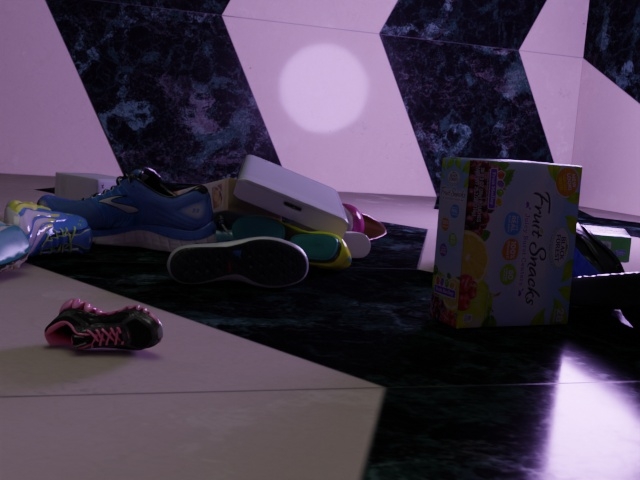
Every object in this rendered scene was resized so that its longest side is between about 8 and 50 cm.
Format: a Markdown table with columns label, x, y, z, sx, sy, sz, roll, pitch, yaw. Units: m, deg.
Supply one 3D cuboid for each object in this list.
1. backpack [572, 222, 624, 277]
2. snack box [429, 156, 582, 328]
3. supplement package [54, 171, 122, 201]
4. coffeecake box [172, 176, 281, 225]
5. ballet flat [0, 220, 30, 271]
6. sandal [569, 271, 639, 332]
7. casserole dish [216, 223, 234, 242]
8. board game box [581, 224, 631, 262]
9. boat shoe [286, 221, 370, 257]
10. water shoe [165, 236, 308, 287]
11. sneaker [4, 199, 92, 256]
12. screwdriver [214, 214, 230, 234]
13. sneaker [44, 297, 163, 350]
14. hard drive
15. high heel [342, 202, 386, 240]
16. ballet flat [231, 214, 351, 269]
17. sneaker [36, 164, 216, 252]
| label | x | y | z | sx | sy | sz | roll | pitch | yaw |
| --- | --- | --- | --- | --- | --- | --- | --- | --- | --- |
| backpack | 0.405 | 0.041 | 1.307 | 0.098 | 0.101 | 0.120 | -7 | 45 | -41 |
| snack box | 0.235 | 0.002 | 1.059 | 0.174 | 0.207 | 0.070 | 2 | 8 | -25 |
| supplement package | -0.471 | -0.085 | 1.761 | 0.105 | 0.105 | 0.179 | -1 | 8 | -44 |
| coffeecake box | -0.192 | -0.067 | 1.680 | 0.185 | 0.068 | 0.142 | -9 | -14 | 42 |
| ballet flat | -0.456 | 0.025 | 1.063 | 0.077 | 0.091 | 0.241 | -25 | -3 | 11 |
| sandal | 0.446 | 0.088 | 1.010 | 0.167 | 0.107 | 0.446 | 1 | -5 | -19 |
| casserole dish | -0.159 | -0.006 | 1.598 | 0.114 | 0.037 | 0.188 | 6 | 6 | 14 |
| board game box | 0.388 | -0.009 | 1.515 | 0.317 | 0.046 | 0.213 | 7 | 6 | 16 |
| boat shoe | 0.000 | 0.000 | 1.541 | 0.184 | 0.066 | 0.063 | 0 | -2 | -24 |
| water shoe | -0.120 | 0.026 | 1.204 | 0.203 | 0.073 | 0.080 | 3 | 5 | -16 |
| sneaker | -0.420 | -0.017 | 1.303 | 0.126 | 0.091 | 0.240 | 3 | 6 | -14 |
| screwdriver | -0.178 | -0.027 | 1.511 | 0.025 | 0.024 | 0.170 | 32 | 2 | -12 |
| sneaker | -0.208 | 0.088 | 0.794 | 0.119 | 0.047 | 0.057 | 3 | 21 | 20 |
| hard drive | -0.056 | -0.088 | 1.557 | 0.203 | 0.040 | 0.307 | 22 | 12 | -8 |
| high heel | 0.092 | -0.029 | 1.687 | 0.117 | 0.082 | 0.244 | -4 | -11 | -5 |
| ballet flat | -0.047 | 0.011 | 1.431 | 0.231 | 0.077 | 0.077 | 12 | -11 | 32 |
| sneaker | -0.344 | -0.064 | 1.497 | 0.330 | 0.147 | 0.130 | 4 | 7 | 6 |
